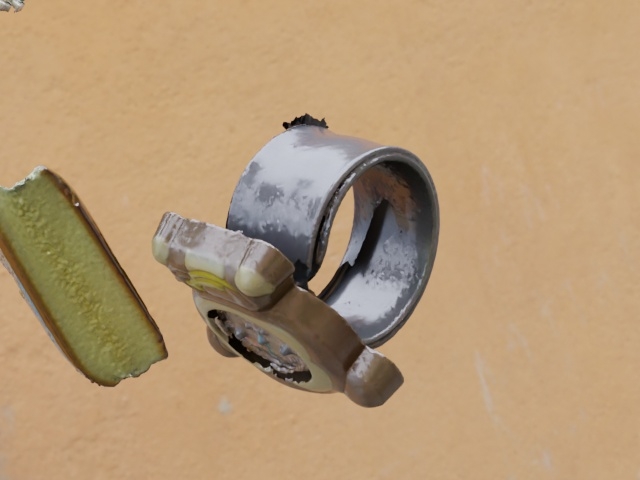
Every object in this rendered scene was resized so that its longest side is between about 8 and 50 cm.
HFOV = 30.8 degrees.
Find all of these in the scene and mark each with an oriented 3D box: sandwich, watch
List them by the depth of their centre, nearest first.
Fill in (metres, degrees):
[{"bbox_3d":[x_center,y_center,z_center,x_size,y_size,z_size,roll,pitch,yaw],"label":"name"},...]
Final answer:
[{"bbox_3d":[-0.230,0.026,1.049,0.090,0.244,0.088,-34,36,-14],"label":"sandwich"},{"bbox_3d":[0.000,0.000,1.513,0.314,0.335,0.327,15,62,39],"label":"watch"}]

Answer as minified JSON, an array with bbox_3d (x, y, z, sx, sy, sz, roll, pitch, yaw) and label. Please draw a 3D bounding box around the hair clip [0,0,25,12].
[{"bbox_3d":[-0.515,-0.387,1.717,0.056,0.146,0.187,-47,2,24],"label":"hair clip"}]
